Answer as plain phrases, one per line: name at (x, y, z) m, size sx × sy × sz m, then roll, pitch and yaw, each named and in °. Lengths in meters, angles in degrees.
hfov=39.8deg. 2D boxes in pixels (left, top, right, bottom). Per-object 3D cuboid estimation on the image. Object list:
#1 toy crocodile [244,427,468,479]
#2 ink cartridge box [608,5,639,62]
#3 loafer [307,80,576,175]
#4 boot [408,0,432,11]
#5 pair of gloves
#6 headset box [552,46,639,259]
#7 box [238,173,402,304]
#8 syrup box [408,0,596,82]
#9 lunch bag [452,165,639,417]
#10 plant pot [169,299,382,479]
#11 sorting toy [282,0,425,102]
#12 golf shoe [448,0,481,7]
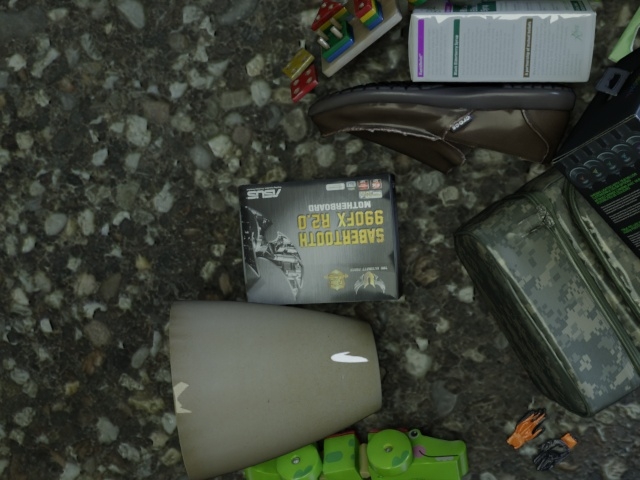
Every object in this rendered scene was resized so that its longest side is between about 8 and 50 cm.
toy crocodile at (0.046, 0.325, 1.298) m, size 0.340 × 0.105 × 0.115 m, roll -9°, pitch 133°, yaw 13°
ink cartridge box at (0.498, -0.232, 1.170) m, size 0.209 × 0.062 × 0.109 m, roll 32°, pitch 101°, yaw 9°
loafer at (0.161, -0.151, 1.217) m, size 0.365 × 0.134 × 0.130 m, roll 2°, pitch 104°, yaw 12°
boot at (0.241, -0.457, 1.201) m, size 0.264 × 0.096 × 0.281 m, roll -4°, pitch 95°, yaw 9°
pair of gloves at (0.318, 0.287, 1.274) m, size 0.083 × 0.010 × 0.074 m, roll 42°, pitch 100°, yaw 4°
headset box at (0.440, -0.098, 1.054) m, size 0.283 × 0.246 × 0.131 m, roll 45°, pitch 144°, yaw -8°
box at (0.000, 0.000, 1.305) m, size 0.231 × 0.056 × 0.183 m, roll -3°, pitch 93°, yaw 14°
syrup box at (0.240, -0.270, 1.192) m, size 0.236 × 0.093 × 0.096 m, roll 3°, pitch 116°, yaw 9°
lunch bag at (0.353, 0.038, 1.158) m, size 0.256 × 0.212 × 0.305 m, roll -31°, pitch 87°, yaw -4°
plant pot at (-0.058, 0.193, 1.255) m, size 0.274 × 0.256 × 0.257 m, roll -8°, pitch 92°, yaw -3°
sorting toy at (0.035, -0.307, 1.228) m, size 0.274 × 0.132 × 0.046 m, roll -35°, pitch 125°, yaw 27°
golf shoe at (0.175, -0.438, 1.118) m, size 0.105 × 0.120 × 0.273 m, roll 8°, pitch 100°, yaw 34°
